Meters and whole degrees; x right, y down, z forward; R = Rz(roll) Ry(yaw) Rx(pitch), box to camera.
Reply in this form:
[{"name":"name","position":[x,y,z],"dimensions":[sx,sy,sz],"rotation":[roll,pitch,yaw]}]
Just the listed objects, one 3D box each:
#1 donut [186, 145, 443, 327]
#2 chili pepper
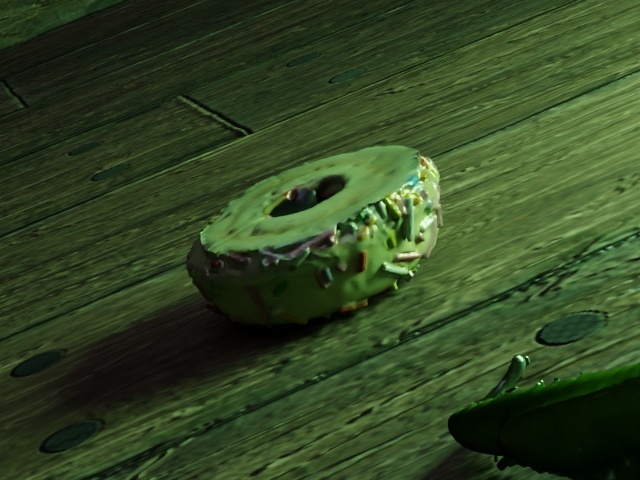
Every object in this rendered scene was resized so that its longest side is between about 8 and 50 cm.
[{"name":"donut","position":[0.000,0.000,1.018],"dimensions":[0.174,0.068,0.174],"rotation":[-20,19,7]},{"name":"chili pepper","position":[0.183,0.066,0.622],"dimensions":[0.359,0.076,0.085],"rotation":[-2,49,44]}]
